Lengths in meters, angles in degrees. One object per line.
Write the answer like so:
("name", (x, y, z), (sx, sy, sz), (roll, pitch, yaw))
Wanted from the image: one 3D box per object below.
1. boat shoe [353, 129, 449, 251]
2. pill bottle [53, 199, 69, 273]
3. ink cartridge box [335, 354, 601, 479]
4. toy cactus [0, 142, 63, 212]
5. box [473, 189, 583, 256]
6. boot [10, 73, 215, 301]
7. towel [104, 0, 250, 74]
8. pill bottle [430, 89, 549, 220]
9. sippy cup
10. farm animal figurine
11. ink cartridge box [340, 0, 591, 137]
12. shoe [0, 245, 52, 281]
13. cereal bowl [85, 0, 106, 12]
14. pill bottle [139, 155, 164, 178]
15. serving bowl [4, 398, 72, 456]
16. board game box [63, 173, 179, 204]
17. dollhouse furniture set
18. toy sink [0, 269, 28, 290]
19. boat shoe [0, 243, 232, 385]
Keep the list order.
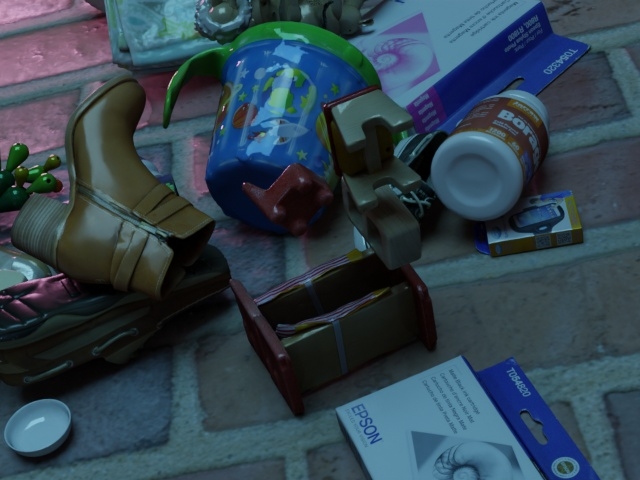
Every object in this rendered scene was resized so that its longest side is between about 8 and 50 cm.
("boat shoe", (0.110, -0.059, 1.709), (0.070, 0.078, 0.219), (-18, 40, 50))
("pill bottle", (-0.303, -0.024, 1.819), (0.169, 0.094, 0.094), (-20, 40, -7))
("ink cartridge box", (0.157, 0.223, 1.424), (0.224, 0.045, 0.223), (-22, 40, -9))
("toy cactus", (-0.482, -0.062, 1.938), (0.219, 0.112, 0.180), (14, 66, 27))
("box", (0.265, -0.022, 1.690), (0.136, 0.028, 0.081), (-8, 39, 6))
("boot", (-0.228, -0.067, 1.627), (0.220, 0.109, 0.283), (19, 60, 19))
("towel", (-0.177, -0.448, 2.124), (0.374, 0.090, 0.320), (-11, 79, -9))
("pill bottle", (0.232, -0.121, 1.721), (0.121, 0.121, 0.216), (5, 27, 23))
("sippy cup", (-0.050, -0.141, 1.792), (0.305, 0.240, 0.224), (-4, 52, 27))
("farm animal figurine", (-0.033, -0.366, 1.978), (0.330, 0.172, 0.326), (-3, 33, -7))
("ink cartridge box", (0.184, -0.282, 1.991), (0.330, 0.071, 0.324), (25, 53, 39))
("shoe", (-0.475, 0.036, 1.817), (0.219, 0.076, 0.058), (13, 42, 27))
("cereal bowl", (-0.284, -0.498, 2.331), (0.339, 0.141, 0.339), (-9, 39, 8))
("pill bottle", (-0.278, -0.093, 1.913), (0.067, 0.067, 0.120), (-39, 45, -26))
("serving bowl", (-0.338, 0.232, 1.583), (0.083, 0.027, 0.083), (-9, 40, 8))
("board game box", (-0.259, -0.003, 1.744), (0.170, 0.141, 0.048), (-14, 40, 0))
("dollhouse furniture set", (0.000, 0.000, 1.483), (0.201, 0.374, 0.152), (-24, 45, -13))
("toy sink", (-0.496, 0.106, 1.661), (0.153, 0.131, 0.234), (3, 56, 20))
("boat shoe", (-0.271, 0.093, 1.657), (0.324, 0.120, 0.122), (-17, 32, -15))
